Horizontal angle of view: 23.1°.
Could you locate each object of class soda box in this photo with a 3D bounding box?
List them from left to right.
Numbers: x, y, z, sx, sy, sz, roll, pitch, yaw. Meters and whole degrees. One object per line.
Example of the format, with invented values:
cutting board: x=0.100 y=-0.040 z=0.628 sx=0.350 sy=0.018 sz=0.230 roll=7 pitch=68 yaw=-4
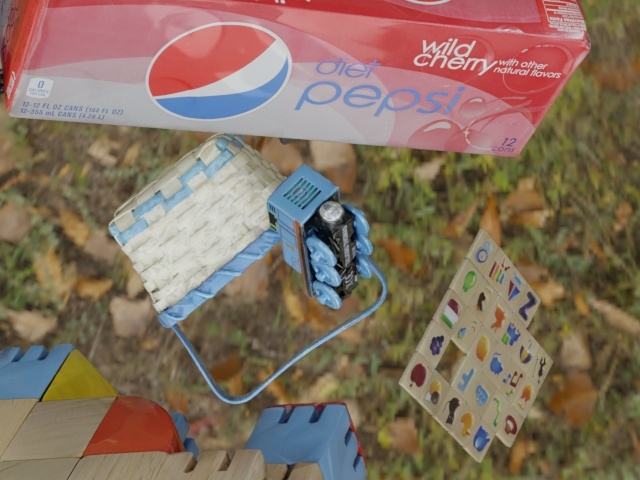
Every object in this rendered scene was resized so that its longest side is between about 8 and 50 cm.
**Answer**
soda box: x=-0.012 y=-0.104 z=0.726 sx=0.263 sy=0.083 sz=0.092 roll=3 pitch=143 yaw=-23

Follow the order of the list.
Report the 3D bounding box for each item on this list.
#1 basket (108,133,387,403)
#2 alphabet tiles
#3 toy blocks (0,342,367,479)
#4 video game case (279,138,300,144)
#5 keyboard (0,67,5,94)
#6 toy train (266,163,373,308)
basket: x=-0.092 y=0.023 z=1.893 sx=0.254 sy=0.201 sz=0.289 roll=-35 pitch=94 yaw=8
alphabet tiles: x=0.188 y=0.130 z=1.753 sx=0.009 sy=0.198 sz=0.237 roll=14 pitch=157 yaw=41
toy blocks: x=-0.148 y=0.157 z=0.780 sx=0.381 sy=0.261 sz=0.191 roll=-6 pitch=120 yaw=22
video game case: x=-0.042 y=-0.233 z=1.082 sx=0.035 sy=0.248 sz=0.275 roll=-20 pitch=163 yaw=-18
keyboard: x=-0.302 y=-0.127 z=1.126 sx=0.201 sy=0.033 sz=0.317 roll=15 pitch=163 yaw=-41
toy train: x=0.000 y=0.000 z=1.737 sx=0.105 sy=0.080 sz=0.184 roll=38 pitch=159 yaw=23
